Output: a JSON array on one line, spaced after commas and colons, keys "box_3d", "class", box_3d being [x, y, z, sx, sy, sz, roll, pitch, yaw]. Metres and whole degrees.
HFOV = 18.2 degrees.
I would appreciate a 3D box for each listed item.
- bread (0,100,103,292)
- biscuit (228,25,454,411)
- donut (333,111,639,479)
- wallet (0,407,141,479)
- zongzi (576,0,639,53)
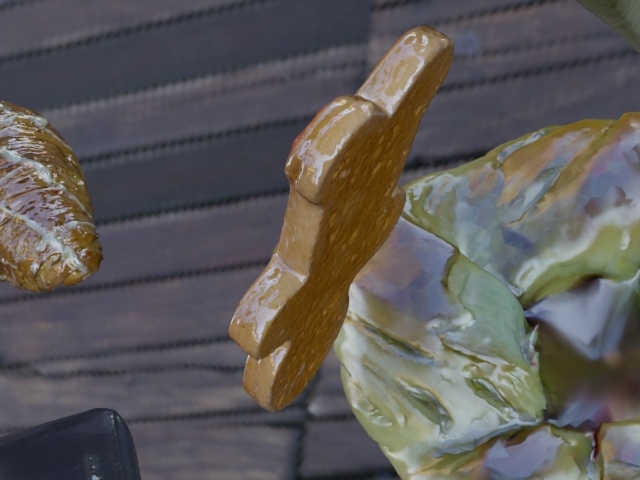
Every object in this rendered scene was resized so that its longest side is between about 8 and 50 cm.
[{"box_3d": [-0.201, -0.036, 1.222, 0.105, 0.076, 0.233, -46, 37, -9], "class": "bread"}, {"box_3d": [-0.001, 0.000, 1.121, 0.036, 0.250, 0.165, 32, 45, 16], "class": "biscuit"}, {"box_3d": [0.184, 0.076, 1.378, 0.360, 0.170, 0.360, -4, 60, 7], "class": "donut"}, {"box_3d": [-0.208, 0.204, 1.538, 0.149, 0.044, 0.250, -17, 24, -2], "class": "wallet"}, {"box_3d": [0.240, -0.301, 1.515, 0.145, 0.300, 0.274, -46, 4, -40], "class": "zongzi"}]
